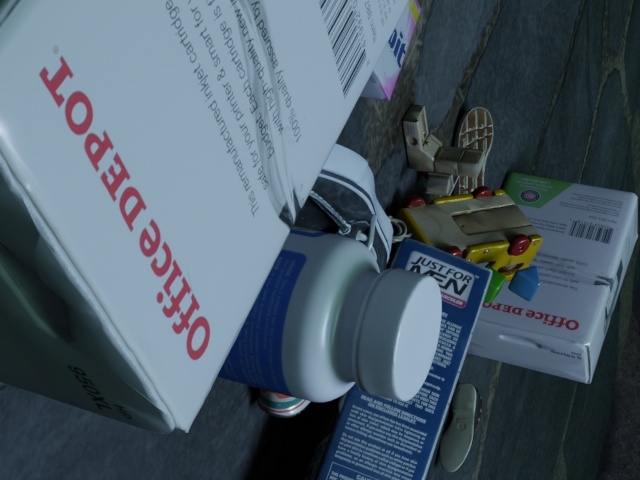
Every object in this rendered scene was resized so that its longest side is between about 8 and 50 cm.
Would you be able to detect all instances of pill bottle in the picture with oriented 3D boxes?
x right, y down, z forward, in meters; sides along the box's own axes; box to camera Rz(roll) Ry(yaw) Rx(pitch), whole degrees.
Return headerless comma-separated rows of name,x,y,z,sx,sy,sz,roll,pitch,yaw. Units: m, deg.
pill bottle,-0.030,0.050,0.835,0.124,0.221,0.124,-38,134,-54

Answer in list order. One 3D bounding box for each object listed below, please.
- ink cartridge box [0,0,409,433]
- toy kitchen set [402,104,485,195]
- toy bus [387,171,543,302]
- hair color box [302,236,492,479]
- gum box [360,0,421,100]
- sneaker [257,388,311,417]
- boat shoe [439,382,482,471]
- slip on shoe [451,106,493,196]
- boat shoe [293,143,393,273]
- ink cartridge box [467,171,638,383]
ink cartridge box,-0.103,-0.133,0.661,0.395,0.166,0.285,-64,151,-31
toy kitchen set,0.137,-0.102,1.294,0.075,0.083,0.068,77,31,-41
toy bus,0.156,0.011,1.329,0.191,0.202,0.104,-62,174,-49
hair color box,0.061,0.189,1.170,0.174,0.105,0.347,113,-1,-68
gum box,0.028,-0.224,1.032,0.107,0.062,0.188,-70,155,-18
sneaker,-0.009,0.098,1.101,0.161,0.057,0.075,-47,147,-45
boat shoe,0.210,0.279,1.667,0.042,0.049,0.133,41,58,-54
slip on shoe,0.195,-0.107,1.480,0.041,0.051,0.135,-172,-97,-75
boat shoe,-0.004,0.000,1.005,0.306,0.113,0.105,59,33,-69
ink cartridge box,0.333,0.050,1.651,0.273,0.198,0.115,-63,153,-29
